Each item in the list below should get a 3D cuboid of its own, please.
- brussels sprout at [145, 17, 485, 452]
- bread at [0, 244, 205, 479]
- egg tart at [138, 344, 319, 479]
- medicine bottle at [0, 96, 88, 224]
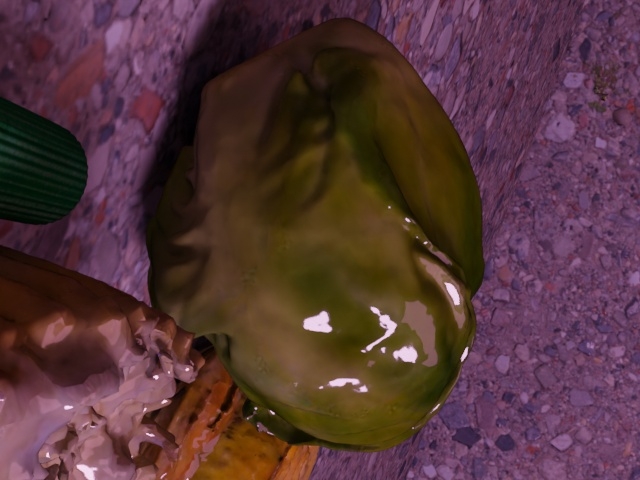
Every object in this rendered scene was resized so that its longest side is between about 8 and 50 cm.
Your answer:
[{"bbox_3d":[0.001,0.000,0.750,0.259,0.227,0.294,-41,116,-73],"label":"brussels sprout"},{"bbox_3d":[-0.177,0.129,0.504,0.274,0.149,0.274,-48,155,-32],"label":"bread"},{"bbox_3d":[-0.082,0.212,0.961,0.288,0.118,0.288,21,90,-76],"label":"egg tart"},{"bbox_3d":[-0.184,-0.049,0.410,0.111,0.076,0.309,-65,161,1],"label":"medicine bottle"}]
